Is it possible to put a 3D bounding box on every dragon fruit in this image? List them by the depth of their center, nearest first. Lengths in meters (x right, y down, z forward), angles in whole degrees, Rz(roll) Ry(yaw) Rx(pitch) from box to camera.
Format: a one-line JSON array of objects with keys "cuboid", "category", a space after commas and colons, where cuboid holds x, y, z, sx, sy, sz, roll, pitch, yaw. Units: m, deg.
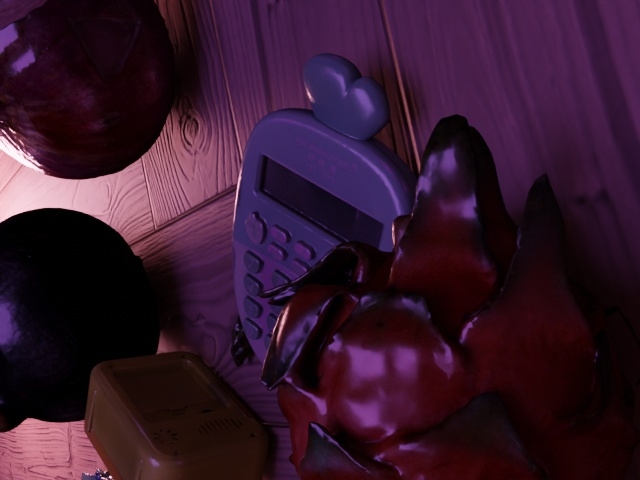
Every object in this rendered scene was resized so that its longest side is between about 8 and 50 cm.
[{"cuboid": [0.074, 0.073, 0.415, 0.192, 0.193, 0.273, -9, 65, 52], "category": "dragon fruit"}]

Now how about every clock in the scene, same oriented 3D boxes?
[{"cuboid": [-0.160, 0.209, 0.806, 0.202, 0.144, 0.096, 32, 115, 48], "category": "clock"}]

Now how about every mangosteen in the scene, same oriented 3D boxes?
[{"cuboid": [-0.359, 0.105, 0.930, 0.275, 0.302, 0.274, 158, 90, -79], "category": "mangosteen"}]

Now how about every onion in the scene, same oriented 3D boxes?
[{"cuboid": [-0.277, -0.184, 0.840, 0.256, 0.273, 0.230, 40, 154, 51], "category": "onion"}]

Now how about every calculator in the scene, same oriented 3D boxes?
[{"cuboid": [0.000, 0.000, 0.601, 0.186, 0.041, 0.298, 31, 123, 33], "category": "calculator"}]

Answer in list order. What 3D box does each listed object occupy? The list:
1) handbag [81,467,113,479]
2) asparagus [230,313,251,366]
[{"cuboid": [-0.321, 0.440, 1.161, 0.221, 0.057, 0.144, -10, 84, 55], "category": "handbag"}, {"cuboid": [-0.054, 0.044, 0.723, 0.034, 0.027, 0.236, 47, 133, 23], "category": "asparagus"}]
